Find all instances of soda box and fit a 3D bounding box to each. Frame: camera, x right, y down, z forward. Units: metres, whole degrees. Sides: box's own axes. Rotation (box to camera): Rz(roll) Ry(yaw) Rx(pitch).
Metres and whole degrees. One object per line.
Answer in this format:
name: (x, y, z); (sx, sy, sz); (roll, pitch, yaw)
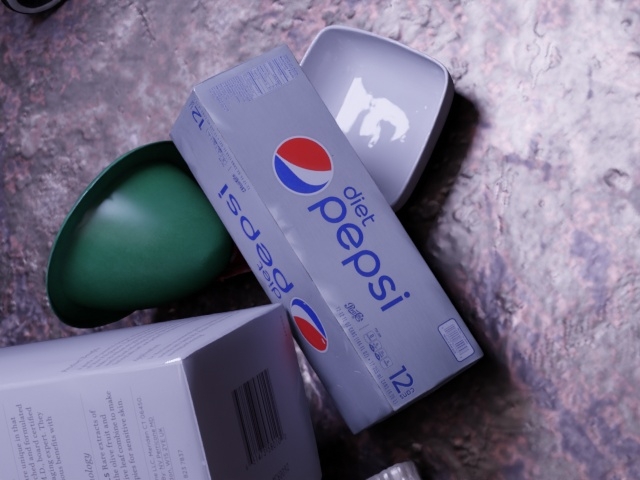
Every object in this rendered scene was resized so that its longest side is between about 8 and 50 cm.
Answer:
soda box: (0.000, 0.000, 1.102); (0.091, 0.098, 0.286); (-29, 83, -24)

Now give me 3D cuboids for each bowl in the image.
bowl: (0.038, -0.096, 1.188); (0.142, 0.053, 0.142); (25, 91, 29)

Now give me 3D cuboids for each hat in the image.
hat: (-0.091, 0.028, 1.164); (0.183, 0.173, 0.208); (35, 98, 28)

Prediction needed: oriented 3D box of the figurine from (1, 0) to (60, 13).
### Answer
figurine: (-0.343, -0.339, 1.351); (0.092, 0.215, 0.209); (-39, 63, 13)

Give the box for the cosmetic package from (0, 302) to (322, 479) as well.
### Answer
cosmetic package: (-0.210, 0.158, 1.084); (0.366, 0.197, 0.155); (-11, 96, 22)

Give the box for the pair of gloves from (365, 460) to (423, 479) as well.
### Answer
pair of gloves: (0.040, 0.314, 1.108); (0.240, 0.042, 0.204); (-43, 63, 12)
